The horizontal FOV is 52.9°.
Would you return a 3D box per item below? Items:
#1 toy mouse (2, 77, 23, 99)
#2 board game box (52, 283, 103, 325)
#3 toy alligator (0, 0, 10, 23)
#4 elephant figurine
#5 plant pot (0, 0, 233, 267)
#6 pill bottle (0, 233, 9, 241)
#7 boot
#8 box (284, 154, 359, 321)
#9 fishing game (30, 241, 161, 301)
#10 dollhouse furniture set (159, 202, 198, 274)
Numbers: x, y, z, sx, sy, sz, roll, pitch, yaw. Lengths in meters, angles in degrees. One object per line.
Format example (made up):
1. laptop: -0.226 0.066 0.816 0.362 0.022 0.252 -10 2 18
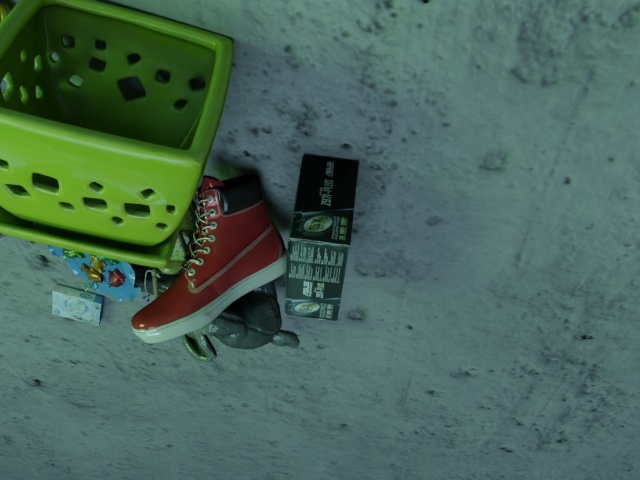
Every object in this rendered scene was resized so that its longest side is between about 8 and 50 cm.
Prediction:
1. toy mouse: -0.347 -0.149 0.843 0.143 0.031 0.161 19 141 -13
2. board game box: -0.459 0.123 1.218 0.090 0.020 0.090 16 142 -11
3. toy alligator: -0.401 -0.235 0.733 0.190 0.056 0.051 -39 80 45
4. elephant figurine: -0.186 0.111 1.072 0.170 0.185 0.240 -3 169 -45
5. plant pot: -0.234 -0.107 0.701 0.229 0.227 0.207 14 137 -11
6. pill bottle: -0.480 -0.079 0.905 0.094 0.094 0.169 12 142 -5
7. boot: -0.169 0.013 0.868 0.088 0.244 0.176 23 140 51
8. box: 0.000 0.000 0.876 0.078 0.147 0.180 7 143 1
9. fishing game: -0.365 0.036 1.009 0.264 0.041 0.189 31 144 6
10. dollhouse furniture set: -0.270 -0.048 0.900 0.161 0.101 0.181 2 142 8
